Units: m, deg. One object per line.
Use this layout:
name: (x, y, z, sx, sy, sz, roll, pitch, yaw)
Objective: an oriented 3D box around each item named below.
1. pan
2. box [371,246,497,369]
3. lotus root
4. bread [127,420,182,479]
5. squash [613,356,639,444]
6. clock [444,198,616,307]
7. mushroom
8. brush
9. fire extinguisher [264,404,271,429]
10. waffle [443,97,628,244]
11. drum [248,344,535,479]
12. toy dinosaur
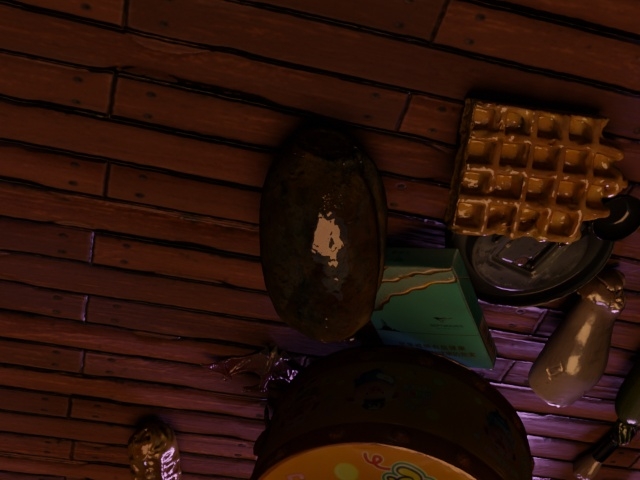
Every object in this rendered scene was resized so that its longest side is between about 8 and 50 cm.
pan: (0.349, -0.023, 1.065, 0.115, 0.023, 0.068, -22, 126, 4)
box: (0.143, 0.095, 1.183, 0.162, 0.041, 0.229, 0, 138, 30)
lotus root: (0.000, 0.000, 1.038, 0.160, 0.152, 0.275, 13, 123, 22)
bread: (-0.289, 0.443, 1.505, 0.084, 0.077, 0.367, 2, 132, -3)
squash: (0.534, 0.196, 1.305, 0.071, 0.080, 0.318, 4, 133, -29)
clock: (0.277, -0.002, 1.131, 0.226, 0.049, 0.226, -1, 132, -1)
mushroom: (0.388, 0.144, 1.238, 0.116, 0.093, 0.225, -3, 132, -35)
brush: (0.530, 0.329, 1.465, 0.042, 0.039, 0.299, 40, 127, 14)
fire extinguisher: (-0.001, 0.336, 1.430, 0.252, 0.075, 0.106, 25, 100, -22)
waffle: (0.263, -0.076, 1.008, 0.211, 0.055, 0.160, 7, 104, -9)
drum: (0.103, 0.379, 1.234, 0.431, 0.214, 0.431, 6, 119, 10)
toy dinosaur: (-0.081, 0.206, 1.322, 0.220, 0.032, 0.108, 12, 129, -17)
